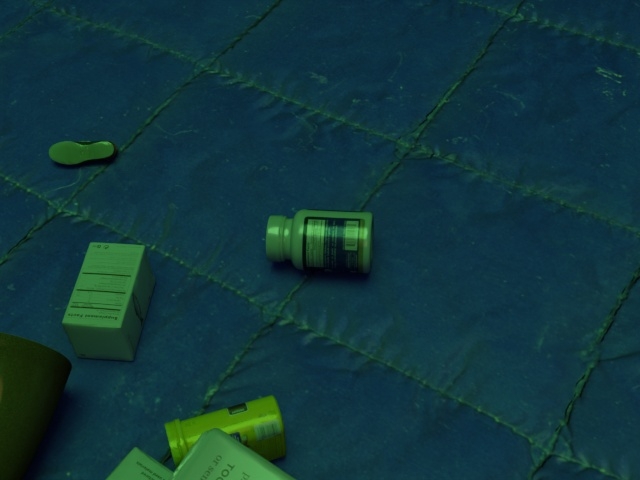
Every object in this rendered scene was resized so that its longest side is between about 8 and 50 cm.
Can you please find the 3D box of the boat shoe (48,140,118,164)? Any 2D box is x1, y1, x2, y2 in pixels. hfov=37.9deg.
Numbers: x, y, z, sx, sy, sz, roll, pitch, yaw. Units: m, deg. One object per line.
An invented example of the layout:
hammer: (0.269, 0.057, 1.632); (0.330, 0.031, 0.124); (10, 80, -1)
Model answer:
boat shoe: (-0.484, -0.182, 1.906); (0.137, 0.049, 0.043); (-5, 7, 2)

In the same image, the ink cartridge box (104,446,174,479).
ink cartridge box: (-0.278, 0.464, 1.226); (0.131, 0.226, 0.306); (25, 57, 24)

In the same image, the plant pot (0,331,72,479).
plant pot: (-0.520, 0.290, 1.409); (0.237, 0.237, 0.254); (2, 64, 5)

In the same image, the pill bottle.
pill bottle: (0.000, 0.000, 1.676); (0.187, 0.112, 0.112); (3, 50, 6)

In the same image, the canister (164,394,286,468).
canister: (-0.142, 0.305, 1.419); (0.170, 0.126, 0.073); (-14, 50, -11)

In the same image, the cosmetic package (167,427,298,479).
cosmetic package: (-0.039, 0.497, 1.090); (0.394, 0.329, 0.327); (27, 66, 23)

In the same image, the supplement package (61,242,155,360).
supplement package: (-0.362, 0.105, 1.613); (0.105, 0.105, 0.179); (3, 50, 6)
